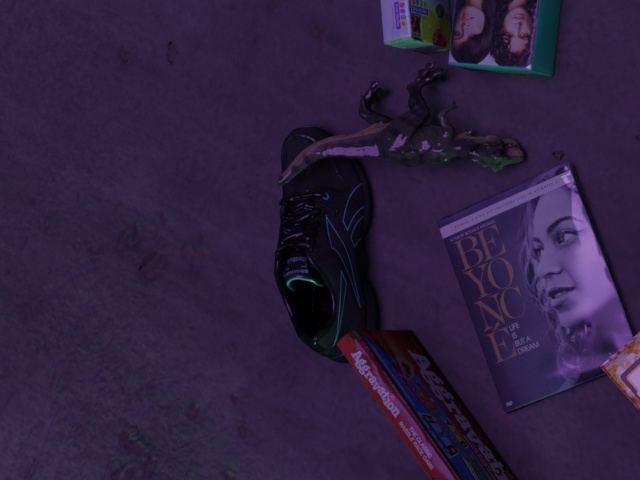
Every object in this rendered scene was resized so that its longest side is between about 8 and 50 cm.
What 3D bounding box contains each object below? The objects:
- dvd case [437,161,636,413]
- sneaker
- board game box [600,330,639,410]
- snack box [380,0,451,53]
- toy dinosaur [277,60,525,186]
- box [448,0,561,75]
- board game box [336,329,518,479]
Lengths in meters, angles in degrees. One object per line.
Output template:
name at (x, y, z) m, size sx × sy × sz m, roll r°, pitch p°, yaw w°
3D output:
dvd case at (0.228, 0.050, 1.962) m, size 0.164 × 0.018 × 0.221 m, roll -25°, pitch 77°, yaw 27°
sneaker at (0.000, 0.000, 2.044) m, size 0.101 × 0.106 × 0.267 m, roll -17°, pitch 79°, yaw 29°
board game box at (0.394, 0.148, 1.839) m, size 0.147 × 0.045 × 0.193 m, roll -44°, pitch 71°, yaw 15°
snack box at (0.100, -0.276, 1.997) m, size 0.037 × 0.100 × 0.141 m, roll -7°, pitch 85°, yaw 29°
toy dinosaur at (0.084, -0.123, 2.008) m, size 0.268 × 0.064 × 0.118 m, roll -3°, pitch 62°, yaw 17°
box at (0.202, -0.299, 1.963) m, size 0.100 × 0.060 × 0.244 m, roll 7°, pitch 92°, yaw 30°
board game box at (0.134, 0.210, 1.938) m, size 0.027 × 0.145 × 0.281 m, roll -42°, pitch 70°, yaw 19°
